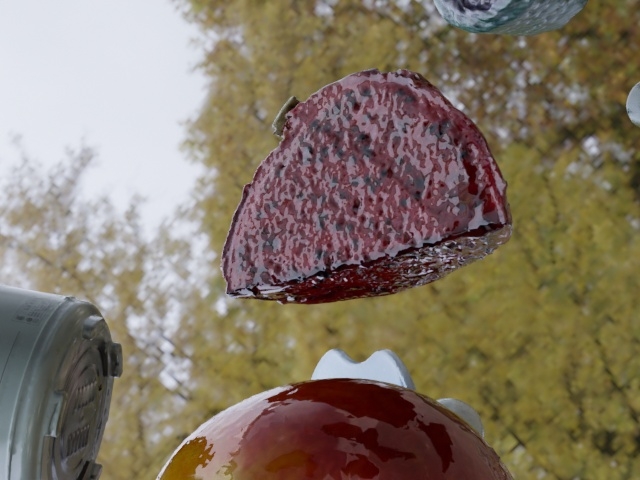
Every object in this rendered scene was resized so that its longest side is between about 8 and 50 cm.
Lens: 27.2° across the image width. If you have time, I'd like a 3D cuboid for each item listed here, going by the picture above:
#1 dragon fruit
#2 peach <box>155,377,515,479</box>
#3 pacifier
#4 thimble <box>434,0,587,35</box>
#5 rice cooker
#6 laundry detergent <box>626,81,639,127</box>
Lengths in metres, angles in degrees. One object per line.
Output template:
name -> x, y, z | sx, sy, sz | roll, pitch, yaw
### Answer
dragon fruit -> 0.063, -0.055, 1.337 | 0.152, 0.317, 0.205 | 23, -122, -57
peach -> 0.027, 0.301, 1.205 | 0.388, 0.388, 0.388 | 31, -152, -19
pacifier -> 0.089, 0.246, 1.569 | 0.233, 0.299, 0.244 | -4, -92, -24
thimble -> 0.161, -0.232, 1.107 | 0.090, 0.135, 0.118 | -8, -97, -44
rice cooker -> -0.329, 0.154, 1.276 | 0.227, 0.241, 0.280 | 10, -171, 7
laundry detergent -> 0.422, -0.130, 1.327 | 0.137, 0.063, 0.211 | -1, -171, -40
